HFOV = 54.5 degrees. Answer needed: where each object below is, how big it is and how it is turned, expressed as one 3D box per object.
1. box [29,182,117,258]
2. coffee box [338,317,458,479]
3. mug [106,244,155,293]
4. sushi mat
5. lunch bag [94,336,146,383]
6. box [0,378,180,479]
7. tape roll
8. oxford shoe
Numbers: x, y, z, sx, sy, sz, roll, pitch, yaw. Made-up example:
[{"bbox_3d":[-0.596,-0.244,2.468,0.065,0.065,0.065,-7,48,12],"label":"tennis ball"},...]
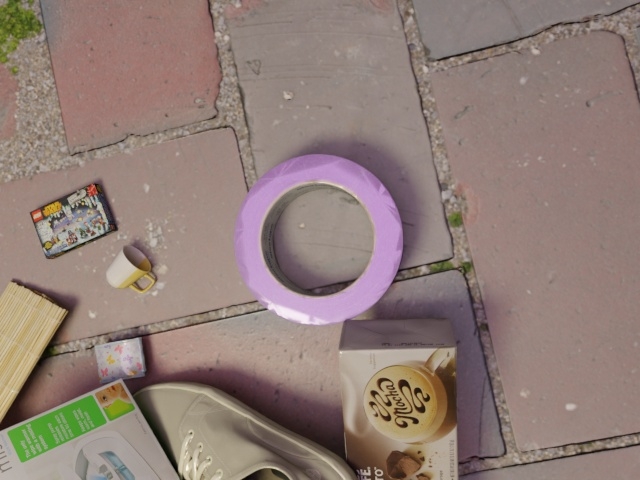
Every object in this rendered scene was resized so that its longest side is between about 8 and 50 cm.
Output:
[{"bbox_3d":[-0.447,-0.034,1.126,0.137,0.027,0.094,-23,84,7],"label":"box"},{"bbox_3d":[0.122,0.278,0.949,0.168,0.119,0.297,-2,105,7],"label":"coffee box"},{"bbox_3d":[-0.338,0.058,1.092,0.064,0.062,0.078,-43,76,13],"label":"mug"},{"bbox_3d":[-0.572,0.229,1.076,0.151,0.019,0.317,18,73,26],"label":"sushi mat"},{"bbox_3d":[-0.345,0.210,1.091,0.083,0.053,0.071,-13,84,17],"label":"lunch bag"},{"bbox_3d":[-0.355,0.385,0.939,0.262,0.231,0.127,52,137,23],"label":"box"},{"bbox_3d":[0.000,0.000,1.030,0.274,0.090,0.275,0,88,7],"label":"tape roll"},{"bbox_3d":[-0.156,0.340,0.965,0.449,0.130,0.169,14,113,29],"label":"oxford shoe"}]
